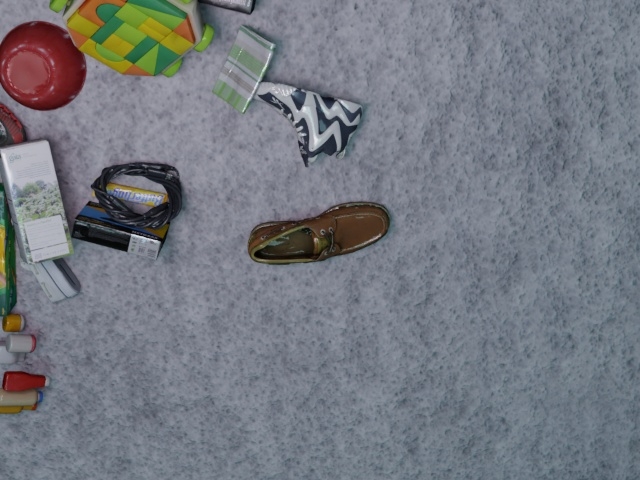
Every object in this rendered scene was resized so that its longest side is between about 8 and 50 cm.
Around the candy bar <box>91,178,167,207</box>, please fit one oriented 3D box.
[{"bbox_3d":[-0.398,-0.096,1.958,0.161,0.018,0.040,12,107,-4],"label":"candy bar"}]

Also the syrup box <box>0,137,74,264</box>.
[{"bbox_3d":[-0.569,-0.078,1.852,0.093,0.096,0.237,-15,102,-23],"label":"syrup box"}]

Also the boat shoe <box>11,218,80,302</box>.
[{"bbox_3d":[-0.599,0.037,1.963,0.075,0.083,0.226,-27,107,6],"label":"boat shoe"}]

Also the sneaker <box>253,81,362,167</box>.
[{"bbox_3d":[-0.043,-0.229,1.880,0.234,0.094,0.153,12,99,-15],"label":"sneaker"}]

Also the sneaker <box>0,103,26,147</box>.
[{"bbox_3d":[-0.710,-0.259,1.841,0.276,0.135,0.098,40,101,-14],"label":"sneaker"}]

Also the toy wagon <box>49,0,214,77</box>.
[{"bbox_3d":[-0.330,-0.424,1.720,0.267,0.068,0.344,27,148,-30],"label":"toy wagon"}]

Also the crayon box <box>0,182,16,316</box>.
[{"bbox_3d":[-0.733,0.014,1.954,0.165,0.081,0.279,4,108,-2],"label":"crayon box"}]

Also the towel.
[{"bbox_3d":[-0.154,-0.341,1.843,0.023,0.113,0.152,11,112,-48],"label":"towel"}]

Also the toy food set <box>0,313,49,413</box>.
[{"bbox_3d":[-0.650,0.279,2.036,0.104,0.111,0.232,7,99,-35],"label":"toy food set"}]

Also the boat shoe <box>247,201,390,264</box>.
[{"bbox_3d":[0.000,0.000,1.949,0.307,0.104,0.111,-14,107,4],"label":"boat shoe"}]

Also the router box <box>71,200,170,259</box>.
[{"bbox_3d":[-0.410,-0.023,1.921,0.178,0.133,0.046,15,108,-6],"label":"router box"}]

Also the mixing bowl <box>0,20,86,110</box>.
[{"bbox_3d":[-0.564,-0.338,1.837,0.181,0.098,0.182,0,107,0],"label":"mixing bowl"}]

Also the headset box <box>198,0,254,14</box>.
[{"bbox_3d":[-0.249,-0.570,1.760,0.293,0.110,0.218,12,107,-5],"label":"headset box"}]

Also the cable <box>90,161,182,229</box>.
[{"bbox_3d":[-0.377,-0.092,1.904,0.184,0.047,0.151,4,66,-13],"label":"cable"}]
